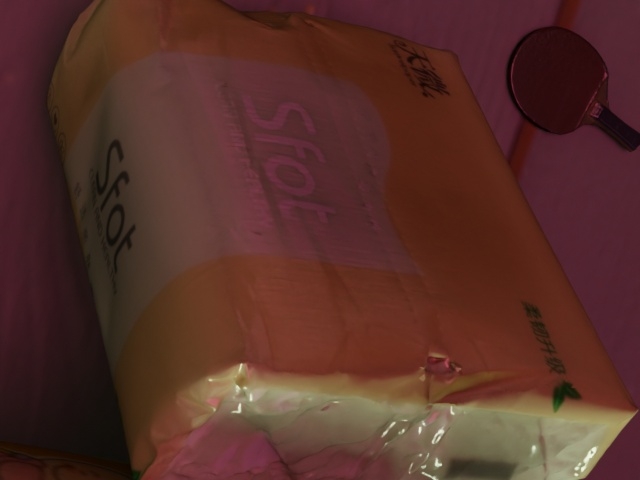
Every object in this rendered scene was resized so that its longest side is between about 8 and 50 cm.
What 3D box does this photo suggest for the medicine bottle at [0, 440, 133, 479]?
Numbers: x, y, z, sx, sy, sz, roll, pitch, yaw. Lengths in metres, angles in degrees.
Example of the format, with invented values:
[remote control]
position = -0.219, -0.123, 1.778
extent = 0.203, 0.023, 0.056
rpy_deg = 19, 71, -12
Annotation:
[medicine bottle]
position = -0.042, 0.215, 0.577
extent = 0.395, 0.242, 0.243
rpy_deg = 20, 87, -36

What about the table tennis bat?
[table tennis bat]
position = 0.127, -0.071, 0.733
extent = 0.083, 0.007, 0.050
rpy_deg = 36, 80, -19

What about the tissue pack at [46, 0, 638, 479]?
[tissue pack]
position = 0.000, 0.000, 0.578
extent = 0.186, 0.222, 0.090
rpy_deg = 9, 133, -28
